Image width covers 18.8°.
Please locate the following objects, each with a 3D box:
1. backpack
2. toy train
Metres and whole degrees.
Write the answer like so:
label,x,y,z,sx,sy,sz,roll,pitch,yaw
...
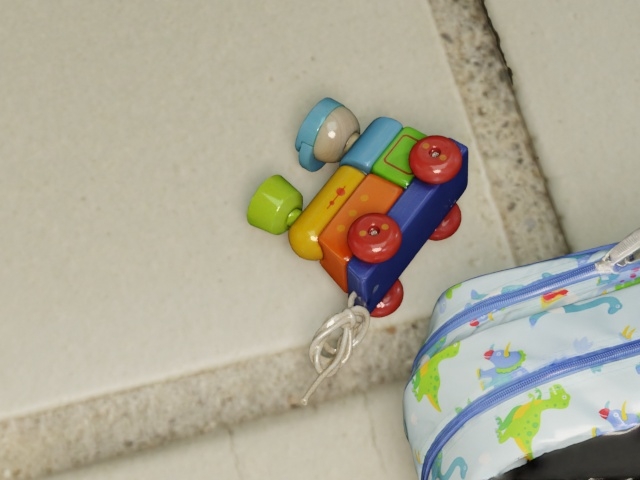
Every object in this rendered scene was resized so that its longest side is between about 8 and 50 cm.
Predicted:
label,x,y,z,sx,sy,sz,roll,pitch,yaw
backpack,0.239,0.127,1.406,0.355,0.290,0.273,-25,60,-10
toy train,0.000,0.000,1.530,0.143,0.105,0.248,29,64,20
